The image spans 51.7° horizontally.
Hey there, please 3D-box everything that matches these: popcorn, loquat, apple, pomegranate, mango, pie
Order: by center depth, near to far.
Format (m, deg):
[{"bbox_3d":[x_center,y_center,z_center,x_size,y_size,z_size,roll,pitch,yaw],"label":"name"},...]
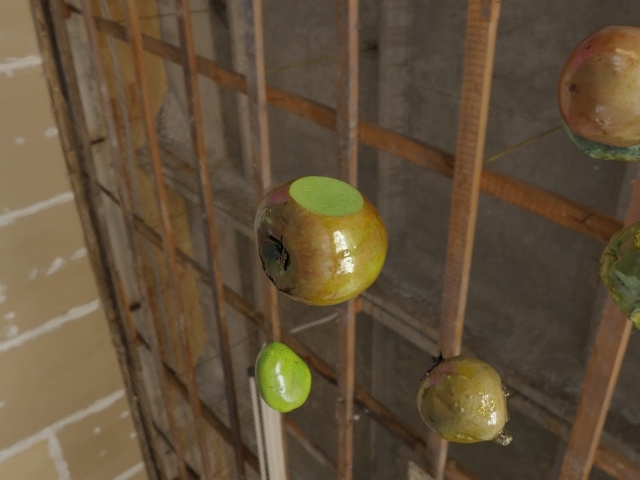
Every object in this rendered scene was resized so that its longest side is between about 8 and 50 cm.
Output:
[{"bbox_3d":[0.000,0.000,0.559,0.114,0.102,0.099,42,-45,38],"label":"apple"},{"bbox_3d":[0.455,-0.229,0.999,0.191,0.191,0.191,31,-46,39],"label":"pomegranate"},{"bbox_3d":[0.564,-0.233,1.207,0.240,0.240,0.054,33,-22,37],"label":"pie"},{"bbox_3d":[0.271,0.301,1.224,0.204,0.149,0.172,38,-47,11],"label":"loquat"},{"bbox_3d":[-0.083,0.285,1.362,0.089,0.117,0.163,10,-30,42],"label":"mango"},{"bbox_3d":[0.761,0.066,1.461,0.277,0.225,0.276,2,-61,4],"label":"popcorn"}]
